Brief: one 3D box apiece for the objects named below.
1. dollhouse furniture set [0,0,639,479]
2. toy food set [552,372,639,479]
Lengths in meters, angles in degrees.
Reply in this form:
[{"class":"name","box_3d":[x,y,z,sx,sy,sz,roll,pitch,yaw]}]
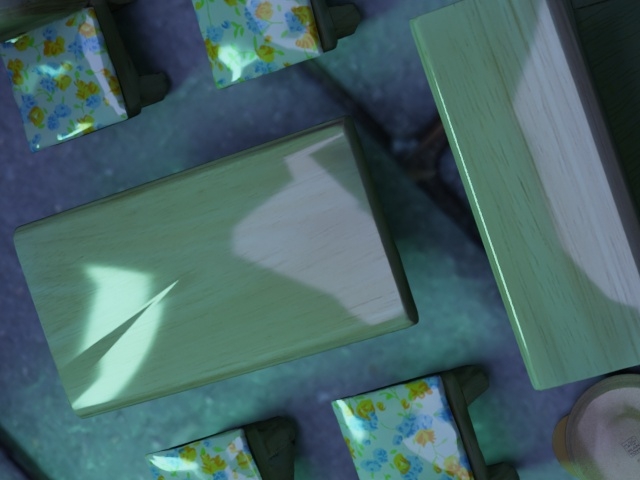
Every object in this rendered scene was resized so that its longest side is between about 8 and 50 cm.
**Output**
[{"class":"dollhouse furniture set","box_3d":[0.000,0.000,0.947,0.394,0.256,0.362,-17,93,25]},{"class":"toy food set","box_3d":[0.180,0.116,1.050,0.082,0.020,0.083,39,110,8]}]
